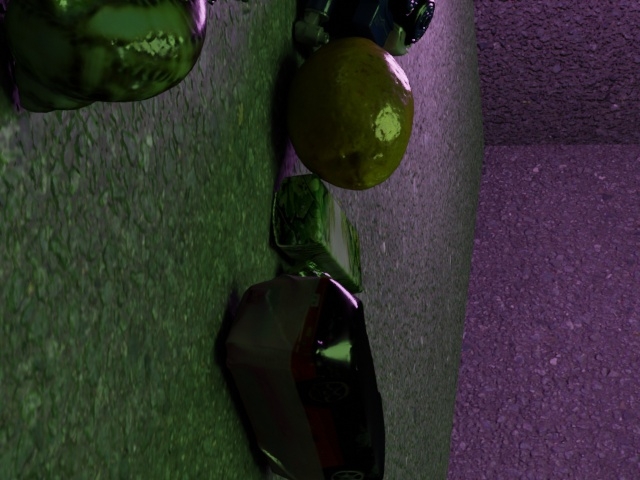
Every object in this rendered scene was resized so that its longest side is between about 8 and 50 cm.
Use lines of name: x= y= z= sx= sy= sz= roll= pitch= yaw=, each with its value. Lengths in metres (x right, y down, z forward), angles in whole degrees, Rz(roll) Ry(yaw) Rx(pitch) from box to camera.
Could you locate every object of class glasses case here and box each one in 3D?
glasses case: x=0.000 y=0.000 z=1.457 sx=0.272 sy=0.062 sz=0.095 roll=52 pitch=33 yaw=-69

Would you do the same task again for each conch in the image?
conch: x=-0.156 y=-0.176 z=0.714 sx=0.187 sy=0.124 sz=0.181 roll=20 pitch=79 yaw=-51

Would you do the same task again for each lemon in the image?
lemon: x=0.038 y=-0.161 z=1.383 sx=0.170 sy=0.170 sz=0.207 roll=76 pitch=16 yaw=-45

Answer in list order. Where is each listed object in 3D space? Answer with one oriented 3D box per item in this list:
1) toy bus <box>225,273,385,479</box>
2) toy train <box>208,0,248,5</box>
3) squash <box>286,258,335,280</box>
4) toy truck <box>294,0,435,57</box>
toy bus: x=-0.009 y=0.172 z=1.249 sx=0.302 sy=0.147 sz=0.127 roll=78 pitch=19 yaw=-47
toy train: x=-0.099 y=-0.280 z=1.070 sx=0.122 sy=0.050 sz=0.081 roll=35 pitch=53 yaw=-73
squash: x=-0.002 y=0.111 z=1.426 sx=0.068 sy=0.077 sz=0.219 roll=-86 pitch=166 yaw=-48
toy truck: x=0.050 y=-0.303 z=1.509 sx=0.176 sy=0.161 sz=0.213 roll=-67 pitch=163 yaw=-7
